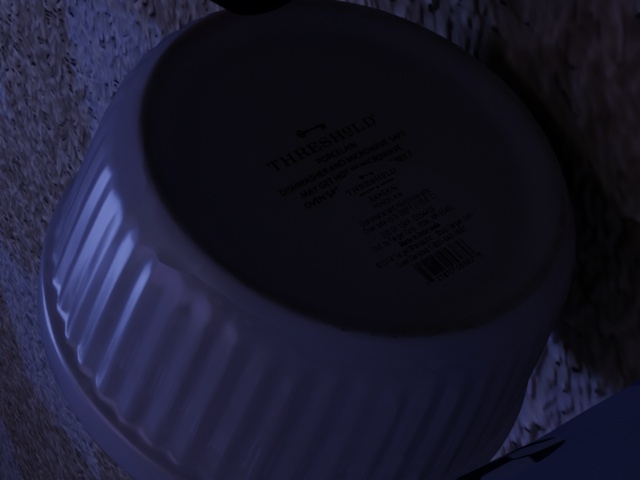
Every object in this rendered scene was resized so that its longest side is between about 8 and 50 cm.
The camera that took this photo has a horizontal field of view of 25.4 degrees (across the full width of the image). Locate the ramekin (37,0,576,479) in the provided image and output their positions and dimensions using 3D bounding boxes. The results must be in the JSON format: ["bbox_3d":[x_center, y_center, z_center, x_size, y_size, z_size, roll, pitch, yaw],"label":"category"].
[{"bbox_3d":[0.000,0.000,0.552,0.207,0.207,0.109,57,145,25],"label":"ramekin"}]

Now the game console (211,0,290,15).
[{"bbox_3d":[-0.085,-0.258,0.348,0.342,0.060,0.386,46,153,3],"label":"game console"}]

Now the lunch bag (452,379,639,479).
[{"bbox_3d":[0.133,0.175,0.231,0.385,0.328,0.239,5,120,64],"label":"lunch bag"}]
